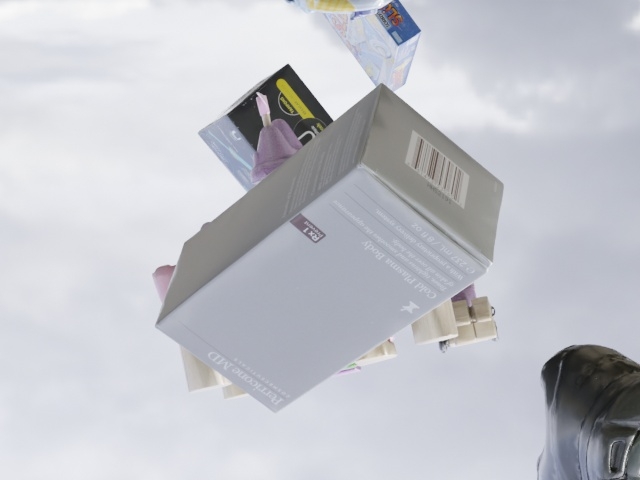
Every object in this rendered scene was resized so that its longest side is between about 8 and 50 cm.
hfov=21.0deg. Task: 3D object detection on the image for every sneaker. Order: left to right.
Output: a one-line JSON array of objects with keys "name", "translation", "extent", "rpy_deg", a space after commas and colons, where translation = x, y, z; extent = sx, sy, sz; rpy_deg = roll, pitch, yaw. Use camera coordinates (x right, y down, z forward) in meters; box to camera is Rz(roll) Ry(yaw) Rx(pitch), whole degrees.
[{"name": "sneaker", "translation": [0.191, 0.191, 1.078], "extent": [0.109, 0.286, 0.130], "rpy_deg": [-12, -156, -19]}]

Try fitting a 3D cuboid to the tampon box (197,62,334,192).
[{"name": "tampon box", "translation": [-0.056, -0.123, 2.047], "extent": [0.101, 0.120, 0.161], "rpy_deg": [-41, -172, -14]}]

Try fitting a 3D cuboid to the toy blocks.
[{"name": "toy blocks", "translation": [0.000, 0.000, 1.719], "extent": [0.309, 0.260, 0.288], "rpy_deg": [-13, 172, 4]}]

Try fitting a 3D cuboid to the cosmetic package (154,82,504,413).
[{"name": "cosmetic package", "translation": [0.004, 0.011, 1.231], "extent": [0.127, 0.238, 0.107], "rpy_deg": [36, -142, -18]}]

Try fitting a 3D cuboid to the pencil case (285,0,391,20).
[{"name": "pencil case", "translation": [0.015, -0.355, 1.665], "extent": [0.124, 0.273, 0.113], "rpy_deg": [-12, -146, -18]}]

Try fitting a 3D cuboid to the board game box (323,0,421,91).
[{"name": "board game box", "translation": [0.057, -0.257, 2.019], "extent": [0.035, 0.136, 0.201], "rpy_deg": [-34, 171, -9]}]
